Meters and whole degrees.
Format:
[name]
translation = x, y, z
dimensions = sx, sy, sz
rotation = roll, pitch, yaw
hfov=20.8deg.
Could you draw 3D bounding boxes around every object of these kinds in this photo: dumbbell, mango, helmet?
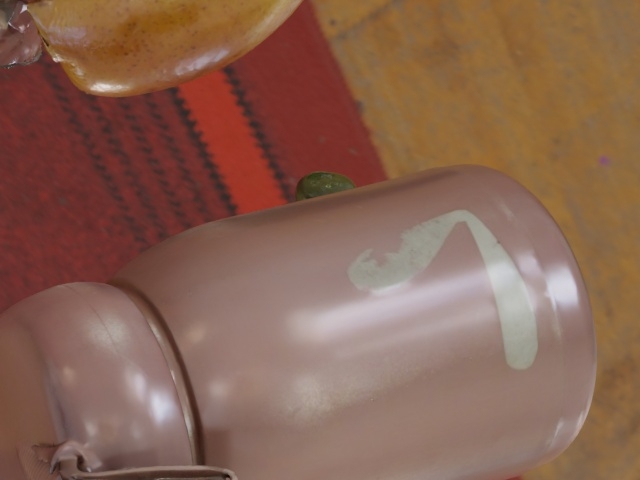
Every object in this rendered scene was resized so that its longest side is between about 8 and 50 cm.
[dumbbell]
translation = 0.000, 0.000, 1.419
dimensions = 0.052, 0.046, 0.118
rotation = 4, 130, -4
[mango]
translation = -0.090, -0.200, 1.242
dimensions = 0.252, 0.154, 0.126
rotation = -34, 147, -8
[helmet]
translation = -0.262, -0.185, 1.484
dimensions = 0.049, 0.065, 0.084
rotation = -51, 170, 33

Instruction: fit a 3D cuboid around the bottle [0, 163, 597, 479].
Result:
[bottle]
translation = -0.014, 0.072, 0.872
dimensions = 0.297, 0.206, 0.173
rotation = -12, 117, -28
